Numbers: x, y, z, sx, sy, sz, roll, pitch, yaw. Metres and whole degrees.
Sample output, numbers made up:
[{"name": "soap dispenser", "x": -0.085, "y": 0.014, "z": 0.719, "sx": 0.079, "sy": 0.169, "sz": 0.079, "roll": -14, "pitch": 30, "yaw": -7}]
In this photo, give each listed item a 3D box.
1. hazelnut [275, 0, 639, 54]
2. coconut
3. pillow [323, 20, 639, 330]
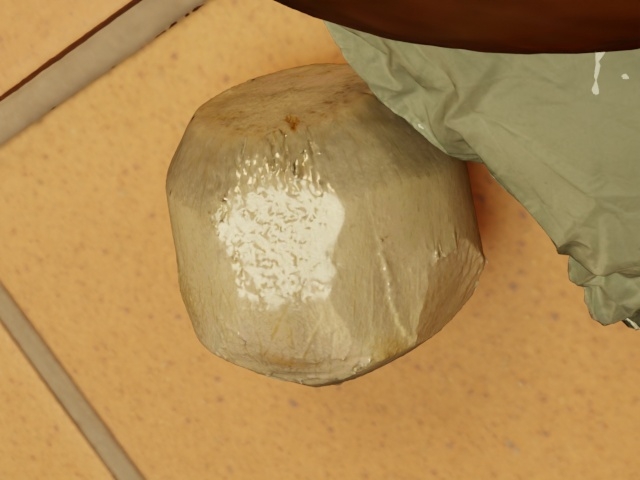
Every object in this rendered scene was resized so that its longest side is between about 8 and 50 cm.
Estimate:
[{"name": "hazelnut", "x": 0.051, "y": -0.230, "z": 0.335, "sx": 0.359, "sy": 0.359, "sz": 0.409, "roll": 51, "pitch": 147, "yaw": -6}, {"name": "coconut", "x": 0.003, "y": -0.001, "z": 0.747, "sx": 0.161, "sy": 0.161, "sz": 0.162, "roll": -4, "pitch": 116, "yaw": 25}, {"name": "pillow", "x": 0.154, "y": -0.134, "z": 0.621, "sx": 0.310, "sy": 0.138, "sz": 0.283, "roll": -38, "pitch": 99, "yaw": 27}]
